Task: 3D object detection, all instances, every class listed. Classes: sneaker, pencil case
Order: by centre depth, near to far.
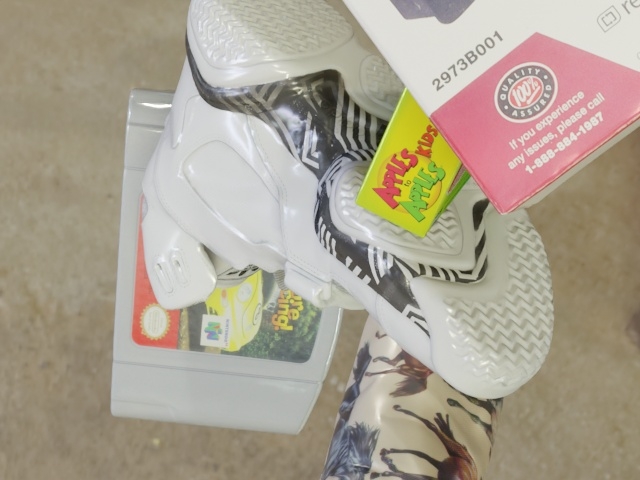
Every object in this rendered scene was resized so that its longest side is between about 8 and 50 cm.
[{"bbox_3d":[0.000,0.000,0.879,0.137,0.210,0.366,-9,50,-39],"label":"sneaker"},{"bbox_3d":[0.119,0.163,1.334,0.183,0.160,0.410,30,51,-13],"label":"pencil case"}]

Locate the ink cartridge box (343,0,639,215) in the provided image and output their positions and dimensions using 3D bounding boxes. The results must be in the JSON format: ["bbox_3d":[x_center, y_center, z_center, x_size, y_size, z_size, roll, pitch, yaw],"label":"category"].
[{"bbox_3d":[0.085,-0.157,0.576,0.237,0.172,0.100,54,16,6],"label":"ink cartridge box"}]

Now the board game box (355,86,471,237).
[{"bbox_3d":[0.079,-0.075,0.738,0.043,0.092,0.181,28,24,8],"label":"board game box"}]

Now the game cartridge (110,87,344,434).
[{"bbox_3d":[-0.074,0.024,1.102,0.196,0.294,0.060,4,18,-4],"label":"game cartridge"}]
